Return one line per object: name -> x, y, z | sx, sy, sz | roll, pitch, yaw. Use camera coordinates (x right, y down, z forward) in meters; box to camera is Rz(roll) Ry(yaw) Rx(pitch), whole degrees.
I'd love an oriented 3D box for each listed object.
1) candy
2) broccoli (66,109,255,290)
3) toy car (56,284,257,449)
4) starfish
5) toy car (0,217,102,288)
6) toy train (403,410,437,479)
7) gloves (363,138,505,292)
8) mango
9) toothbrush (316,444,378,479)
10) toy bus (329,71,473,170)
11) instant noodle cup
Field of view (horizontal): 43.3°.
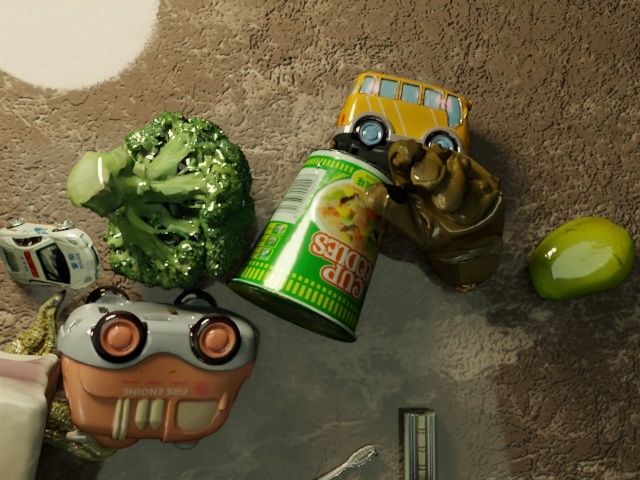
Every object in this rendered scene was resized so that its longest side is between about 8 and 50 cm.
candy -> -0.444, 0.319, 1.030 | 0.145, 0.208, 0.358 | 14, 96, -16
broccoli -> -0.226, -0.055, 1.117 | 0.270, 0.270, 0.270 | -8, 76, 35
toy car -> -0.227, 0.185, 1.117 | 0.270, 0.180, 0.212 | 4, 97, -20
starfish -> -0.492, 0.229, 1.145 | 0.358, 0.078, 0.347 | -11, 105, -13
toy car -> -0.388, 0.022, 1.141 | 0.056, 0.205, 0.095 | -35, 120, -44
toy train -> 0.152, 0.383, 1.198 | 0.055, 0.048, 0.252 | -1, 85, -1
gloves -> 0.170, -0.050, 1.107 | 0.154, 0.331, 0.141 | 13, 68, 30
mango -> 0.396, 0.025, 1.222 | 0.163, 0.089, 0.117 | -12, 86, -4
toothbrush -> -0.039, 0.387, 1.197 | 0.288, 0.024, 0.021 | -31, 89, -5
toy bus -> 0.127, -0.171, 1.209 | 0.209, 0.126, 0.136 | 13, 76, -2
instant noodle cup -> 0.000, 0.000, 1.161 | 0.207, 0.207, 0.232 | 24, 77, -1
